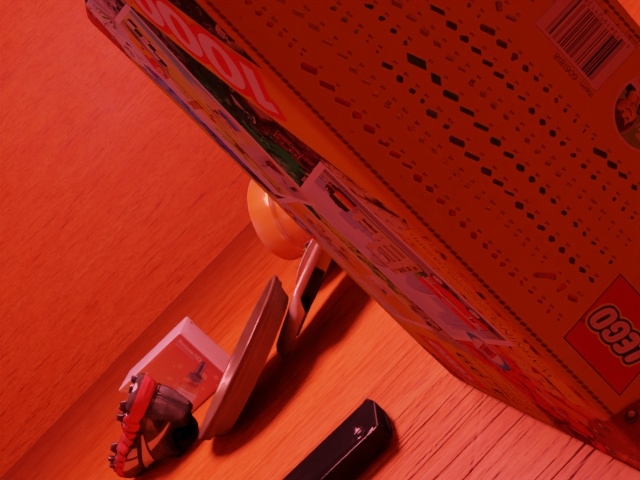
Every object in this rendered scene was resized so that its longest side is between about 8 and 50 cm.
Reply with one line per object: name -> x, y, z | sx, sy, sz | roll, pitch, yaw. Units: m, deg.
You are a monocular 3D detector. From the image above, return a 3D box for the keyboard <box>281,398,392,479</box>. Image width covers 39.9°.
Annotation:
keyboard -> -0.044, 0.298, 0.904 | 0.317, 0.033, 0.201 | -45, 4, 6

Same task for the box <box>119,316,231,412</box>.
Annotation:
box -> -0.271, 0.255, 1.672 | 0.170, 0.130, 0.091 | -44, 10, 12

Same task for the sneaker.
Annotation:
sneaker -> -0.283, 0.338, 1.511 | 0.097, 0.135, 0.276 | -75, 5, -45

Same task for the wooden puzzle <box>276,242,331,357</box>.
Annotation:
wooden puzzle -> -0.008, 0.050, 1.402 | 0.221, 0.044, 0.238 | 109, 180, -62

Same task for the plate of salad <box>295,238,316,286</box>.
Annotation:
plate of salad -> 0.000, 0.000, 1.642 | 0.199, 0.048, 0.199 | -55, -15, -22

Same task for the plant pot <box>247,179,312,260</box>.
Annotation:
plant pot -> -0.017, -0.082, 1.843 | 0.188, 0.205, 0.205 | -20, 23, 32

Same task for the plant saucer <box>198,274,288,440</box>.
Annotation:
plant saucer -> -0.115, 0.186, 1.368 | 0.278, 0.041, 0.277 | -156, 90, -86

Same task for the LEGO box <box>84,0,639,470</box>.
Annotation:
LEGO box -> 0.062, -0.094, 0.681 | 0.193, 0.500, 0.372 | -47, 10, -7
